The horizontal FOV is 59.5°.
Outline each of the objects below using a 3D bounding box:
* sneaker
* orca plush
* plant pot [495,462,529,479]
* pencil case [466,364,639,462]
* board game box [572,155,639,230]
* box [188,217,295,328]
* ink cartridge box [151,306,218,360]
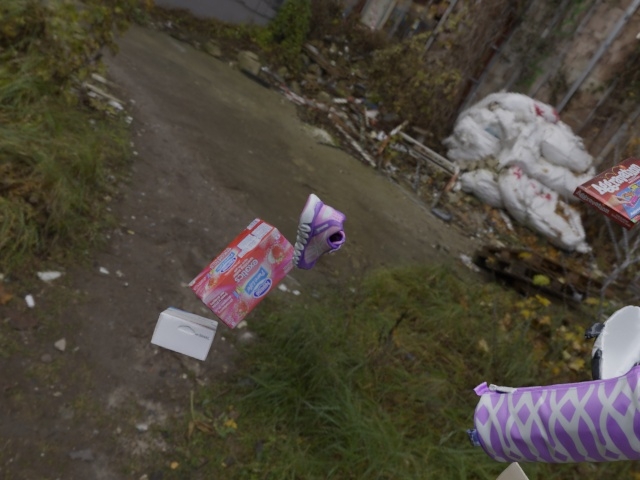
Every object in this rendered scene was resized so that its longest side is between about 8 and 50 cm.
[{"bbox_3d":[0.000,0.000,1.258,0.105,0.236,0.095,18,55,2],"label":"sneaker"},{"bbox_3d":[0.681,0.282,1.262,0.151,0.102,0.287,-2,40,24],"label":"orca plush"},{"bbox_3d":[0.554,0.708,1.595,0.109,0.096,0.109,59,6,36],"label":"plant pot"},{"bbox_3d":[0.251,0.175,0.561,0.086,0.206,0.088,-6,77,-41],"label":"pencil case"},{"bbox_3d":[0.726,-0.118,1.310,0.281,0.027,0.145,-24,52,-35],"label":"board game box"},{"bbox_3d":[-0.192,0.080,1.427,0.122,0.257,0.128,51,-13,-29],"label":"box"},{"bbox_3d":[-0.363,0.247,1.514,0.148,0.085,0.203,20,-4,-7],"label":"ink cartridge box"}]
